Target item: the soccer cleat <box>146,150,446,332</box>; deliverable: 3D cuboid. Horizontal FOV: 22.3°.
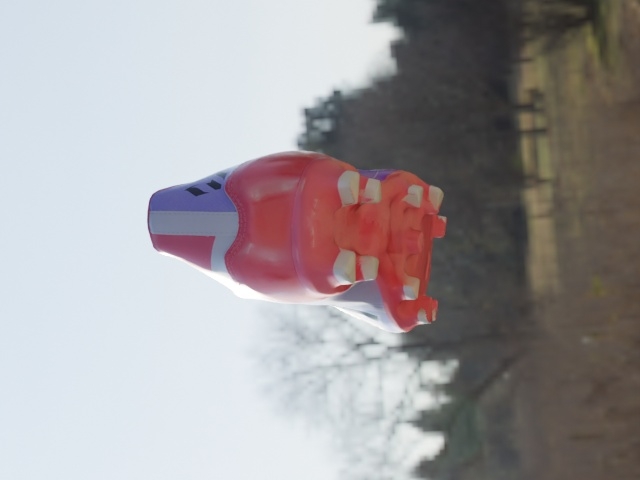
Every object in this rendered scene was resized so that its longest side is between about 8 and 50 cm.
[{"bbox_3d":[0.000,0.000,0.800,0.248,0.095,0.083,16,-101,-73],"label":"soccer cleat"}]
